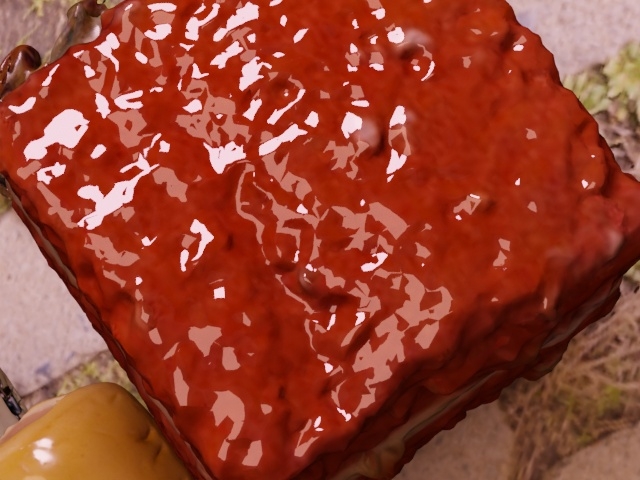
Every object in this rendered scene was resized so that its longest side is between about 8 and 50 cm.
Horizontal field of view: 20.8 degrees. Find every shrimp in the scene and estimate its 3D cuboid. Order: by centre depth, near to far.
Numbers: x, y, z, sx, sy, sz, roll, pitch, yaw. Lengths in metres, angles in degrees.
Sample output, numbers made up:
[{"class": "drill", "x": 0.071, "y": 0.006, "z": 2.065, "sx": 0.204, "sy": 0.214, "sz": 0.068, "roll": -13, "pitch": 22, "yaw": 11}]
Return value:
[{"class": "shrimp", "x": -0.161, "y": -0.144, "z": 1.211, "sx": 0.117, "sy": 0.066, "sz": 0.262, "roll": 34, "pitch": 96, "yaw": 18}]

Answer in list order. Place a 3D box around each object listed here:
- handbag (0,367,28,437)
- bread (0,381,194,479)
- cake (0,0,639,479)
[{"class": "handbag", "x": -0.213, "y": 0.268, "z": 1.110, "sx": 0.236, "sy": 0.160, "sz": 0.358, "roll": -36, "pitch": 89, "yaw": -2}, {"class": "bread", "x": -0.086, "y": 0.222, "z": 1.031, "sx": 0.091, "sy": 0.142, "sz": 0.305, "roll": -36, "pitch": 87, "yaw": 35}, {"class": "cake", "x": 0.000, "y": 0.000, "z": 0.990, "sx": 0.269, "sy": 0.319, "sz": 0.270, "roll": -34, "pitch": 80, "yaw": -9}]
